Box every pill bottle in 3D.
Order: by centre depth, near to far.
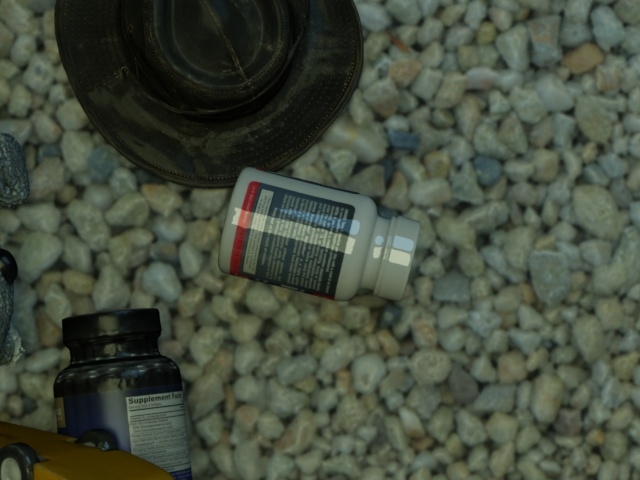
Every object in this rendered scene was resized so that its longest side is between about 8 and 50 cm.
[{"bbox_3d":[-0.188,0.178,1.302,0.123,0.123,0.219,-7,84,0],"label":"pill bottle"},{"bbox_3d":[0.000,0.000,1.324,0.180,0.108,0.108,14,85,3],"label":"pill bottle"}]

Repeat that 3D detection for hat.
[{"bbox_3d":[-0.117,-0.221,1.336,0.331,0.134,0.331,0,85,2],"label":"hat"}]

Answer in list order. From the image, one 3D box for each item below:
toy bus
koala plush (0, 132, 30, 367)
[{"bbox_3d":[-0.278,0.230,1.227,0.333,0.108,0.130,4,94,37],"label":"toy bus"},{"bbox_3d":[-0.363,0.026,1.298,0.203,0.196,0.221,-26,85,10],"label":"koala plush"}]
